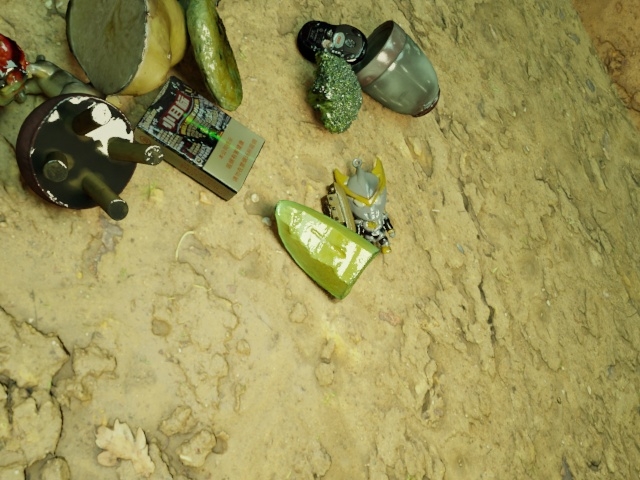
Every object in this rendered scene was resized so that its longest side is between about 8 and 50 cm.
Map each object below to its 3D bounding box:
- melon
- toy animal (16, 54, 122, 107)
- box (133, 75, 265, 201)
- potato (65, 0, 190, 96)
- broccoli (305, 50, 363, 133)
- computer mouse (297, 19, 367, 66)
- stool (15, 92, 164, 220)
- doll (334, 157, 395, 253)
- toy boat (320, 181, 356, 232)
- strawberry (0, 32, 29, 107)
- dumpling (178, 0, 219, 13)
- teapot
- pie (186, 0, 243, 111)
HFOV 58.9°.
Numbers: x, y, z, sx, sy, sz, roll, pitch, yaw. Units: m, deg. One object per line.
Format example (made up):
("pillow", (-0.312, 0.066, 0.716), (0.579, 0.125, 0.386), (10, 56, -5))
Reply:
("melon", (0.000, 0.000, 1.613), (0.323, 0.124, 0.196), (39, 72, -4))
("toy animal", (-0.610, -0.353, 1.370), (0.233, 0.121, 0.169), (29, 43, -10))
("box", (-0.325, -0.273, 1.534), (0.310, 0.084, 0.198), (33, 59, -19))
("potato", (-0.421, -0.516, 1.415), (0.397, 0.290, 0.296), (44, 24, 28))
("broccoli", (0.038, -0.468, 1.780), (0.226, 0.176, 0.198), (40, 38, -3))
("computer mouse", (0.040, -0.643, 1.870), (0.233, 0.096, 0.137), (18, 76, 6))
("stool", (-0.509, -0.185, 1.264), (0.272, 0.178, 0.272), (-18, 118, -39))
("doll", (0.143, -0.105, 1.763), (0.103, 0.145, 0.316), (-2, 78, -67))
("toy boat", (0.053, -0.079, 1.720), (0.077, 0.057, 0.201), (-12, 80, -30))
("strawberry", (-0.790, -0.392, 1.254), (0.233, 0.138, 0.306), (-43, 77, -9))
("dumpling", (-0.379, -0.713, 1.652), (0.332, 0.086, 0.166), (-52, 148, -57))
("teapot", (0.272, -0.577, 1.962), (0.312, 0.233, 0.315), (36, 30, -24))
("pie", (-0.283, -0.523, 1.559), (0.070, 0.323, 0.323), (-12, 76, 8))
